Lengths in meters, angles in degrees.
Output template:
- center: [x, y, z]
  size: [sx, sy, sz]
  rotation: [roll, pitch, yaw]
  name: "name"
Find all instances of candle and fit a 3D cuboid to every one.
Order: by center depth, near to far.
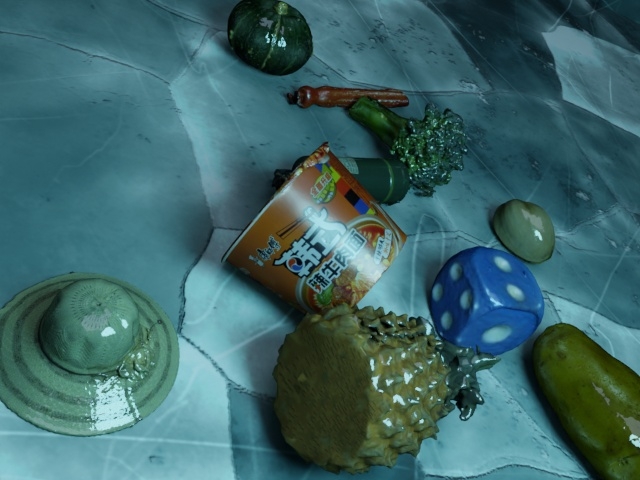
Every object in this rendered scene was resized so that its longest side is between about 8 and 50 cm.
- center: [0.069, -0.320, 1.549]
  size: [0.329, 0.048, 0.051]
  rotation: [-7, 68, -36]
  name: "candle"

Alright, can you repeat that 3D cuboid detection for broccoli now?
- center: [0.199, -0.222, 1.470]
  size: [0.199, 0.177, 0.275]
  rotation: [7, 29, -34]
  name: "broccoli"

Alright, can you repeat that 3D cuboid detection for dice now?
- center: [0.284, 0.105, 1.196]
  size: [0.143, 0.146, 0.146]
  rotation: [13, 45, -22]
  name: "dice"

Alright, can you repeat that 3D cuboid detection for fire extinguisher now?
- center: [0.022, -0.110, 1.291]
  size: [0.294, 0.093, 0.118]
  rotation: [-2, 26, -32]
  name: "fire extinguisher"

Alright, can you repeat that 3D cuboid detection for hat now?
- center: [-0.288, 0.109, 0.882]
  size: [0.252, 0.110, 0.252]
  rotation: [16, 45, -17]
  name: "hat"

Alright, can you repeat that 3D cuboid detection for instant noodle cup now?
- center: [0.000, 0.000, 1.069]
  size: [0.192, 0.250, 0.250]
  rotation: [41, 42, -3]
  name: "instant noodle cup"

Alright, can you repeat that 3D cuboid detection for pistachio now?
- center: [0.425, -0.020, 1.435]
  size: [0.113, 0.113, 0.149]
  rotation: [-5, 61, -34]
  name: "pistachio"

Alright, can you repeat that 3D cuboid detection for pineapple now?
- center: [0.115, 0.193, 0.987]
  size: [0.357, 0.223, 0.223]
  rotation: [0, 50, -46]
  name: "pineapple"

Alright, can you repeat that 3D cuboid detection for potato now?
- center: [0.490, 0.289, 1.141]
  size: [0.196, 0.176, 0.369]
  rotation: [-28, 61, -15]
  name: "potato"

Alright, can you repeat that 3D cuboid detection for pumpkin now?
- center: [-0.107, -0.437, 1.480]
  size: [0.190, 0.146, 0.190]
  rotation: [38, 25, -21]
  name: "pumpkin"
